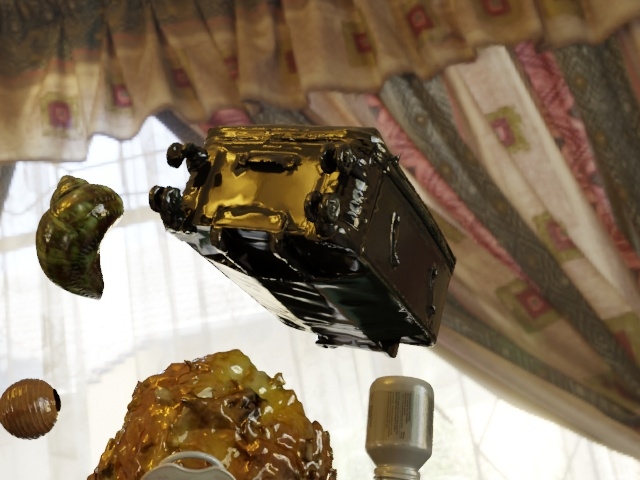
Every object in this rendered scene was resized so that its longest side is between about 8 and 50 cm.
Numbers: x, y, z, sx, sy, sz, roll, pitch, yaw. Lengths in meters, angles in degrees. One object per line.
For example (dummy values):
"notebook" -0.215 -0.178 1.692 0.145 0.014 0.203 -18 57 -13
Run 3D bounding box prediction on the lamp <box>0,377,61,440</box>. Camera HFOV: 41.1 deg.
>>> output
"lamp" -0.629 0.364 1.844 0.136 0.137 0.136 -8 -16 -2

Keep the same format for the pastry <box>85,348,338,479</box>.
"pastry" -0.130 0.328 1.001 0.292 0.337 0.405 28 -21 8

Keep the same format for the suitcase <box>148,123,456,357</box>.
"suitcase" 0.000 0.000 1.125 0.283 0.194 0.434 4 -25 28

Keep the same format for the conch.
"conch" -0.391 -0.010 1.382 0.124 0.182 0.187 14 -28 -9

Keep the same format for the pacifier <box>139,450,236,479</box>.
"pacifier" -0.119 0.237 0.771 0.099 0.082 0.078 8 16 -13

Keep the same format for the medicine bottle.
"medicine bottle" 0.154 0.385 1.674 0.134 0.216 0.135 4 -24 2
